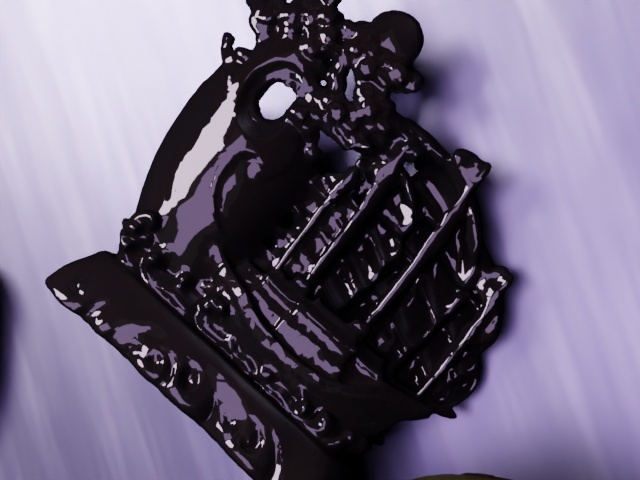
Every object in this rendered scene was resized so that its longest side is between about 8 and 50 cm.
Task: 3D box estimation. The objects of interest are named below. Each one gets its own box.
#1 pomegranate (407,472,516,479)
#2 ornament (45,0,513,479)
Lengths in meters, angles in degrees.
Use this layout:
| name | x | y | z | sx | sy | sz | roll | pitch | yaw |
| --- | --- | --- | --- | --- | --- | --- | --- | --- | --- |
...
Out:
| name | x | y | z | sx | sy | sz | roll | pitch | yaw |
| --- | --- | --- | --- | --- | --- | --- | --- | --- | --- |
| pomegranate | 0.055 | 0.266 | 0.700 | 0.323 | 0.291 | 0.290 | -29 | 75 | 60 |
| ornament | 0.000 | 0.000 | 0.796 | 0.251 | 0.106 | 0.260 | 43 | 95 | 10 |
